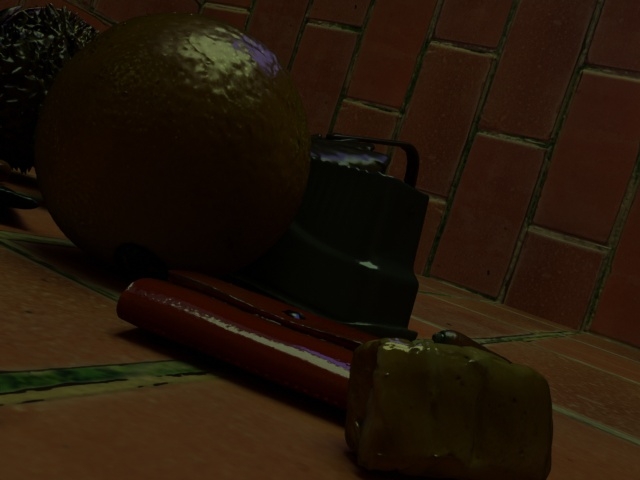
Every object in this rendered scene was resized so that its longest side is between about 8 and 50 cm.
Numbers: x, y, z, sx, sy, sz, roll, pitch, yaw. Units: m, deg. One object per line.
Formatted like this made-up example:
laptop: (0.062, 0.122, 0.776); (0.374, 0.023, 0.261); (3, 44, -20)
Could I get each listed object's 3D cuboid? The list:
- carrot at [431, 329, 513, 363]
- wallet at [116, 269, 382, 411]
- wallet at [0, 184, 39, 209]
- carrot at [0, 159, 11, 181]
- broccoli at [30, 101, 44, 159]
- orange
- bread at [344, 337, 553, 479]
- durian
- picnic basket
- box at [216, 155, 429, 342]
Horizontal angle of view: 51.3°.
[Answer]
carrot: (0.188, 0.138, 0.799); (0.142, 0.035, 0.035); (25, -1, -22)
wallet: (-0.026, 0.072, 0.481); (0.204, 0.045, 0.142); (19, 2, 13)
wallet: (-0.418, -0.067, 0.798); (0.124, 0.025, 0.244); (21, -6, -33)
carrot: (-0.575, -0.125, 1.032); (0.037, 0.037, 0.190); (20, 4, 39)
broccoli: (-0.318, -0.159, 1.071); (0.265, 0.245, 0.294); (53, 16, 8)
orange: (-0.145, -0.090, 0.670); (0.274, 0.274, 0.274); (18, 2, -1)
bread: (0.075, 0.096, 0.372); (0.132, 0.074, 0.053); (18, -16, -27)
durian: (-0.544, -0.280, 1.261); (0.384, 0.348, 0.347); (11, -1, 28)
picnic basket: (0.014, -0.050, 1.102); (0.321, 0.254, 0.291); (1, 13, -32)
box: (0.000, 0.000, 0.773); (0.274, 0.178, 0.138); (19, 3, 39)
